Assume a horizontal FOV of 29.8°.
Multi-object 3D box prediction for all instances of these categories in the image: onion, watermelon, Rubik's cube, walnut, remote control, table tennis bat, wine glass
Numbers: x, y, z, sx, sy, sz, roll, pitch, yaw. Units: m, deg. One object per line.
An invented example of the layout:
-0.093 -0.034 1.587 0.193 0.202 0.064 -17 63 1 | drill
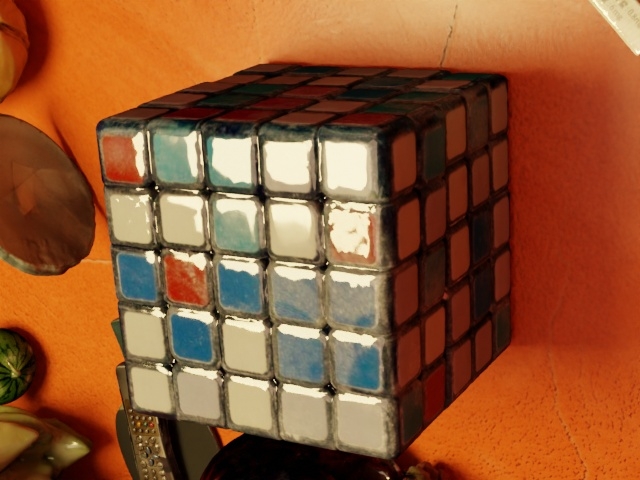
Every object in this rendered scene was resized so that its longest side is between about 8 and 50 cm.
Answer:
-0.011 0.319 1.285 0.280 0.221 0.281 -3 79 17 | onion
-0.404 0.160 1.515 0.109 0.109 0.109 10 111 26 | watermelon
0.000 0.000 1.120 0.286 0.292 0.293 6 111 28 | Rubik's cube
-0.422 -0.213 1.366 0.206 0.159 0.159 -11 101 39 | walnut
-0.202 0.243 1.451 0.059 0.028 0.212 0 111 25 | remote control
-0.196 0.219 1.466 0.154 0.021 0.274 -11 103 31 | table tennis bat
-0.478 0.027 1.424 0.406 0.267 0.267 -26 93 30 | wine glass

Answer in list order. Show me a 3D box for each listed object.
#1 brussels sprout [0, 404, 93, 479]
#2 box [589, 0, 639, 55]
-0.437 0.425 1.476 0.361 0.342 0.425 -10 91 25 | brussels sprout
0.212 -0.265 0.997 0.035 0.139 0.245 -41 84 35 | box
